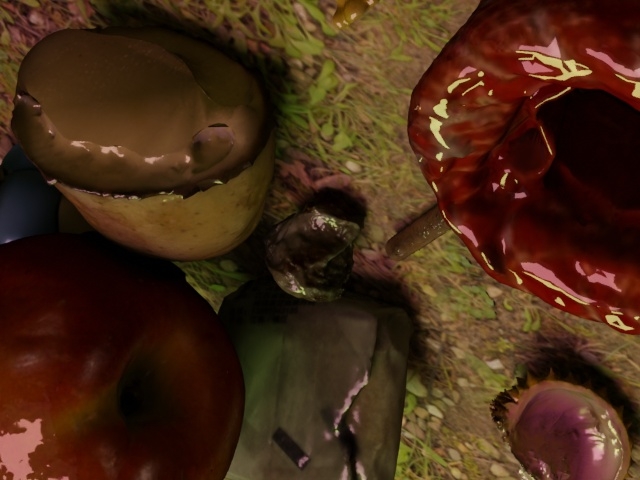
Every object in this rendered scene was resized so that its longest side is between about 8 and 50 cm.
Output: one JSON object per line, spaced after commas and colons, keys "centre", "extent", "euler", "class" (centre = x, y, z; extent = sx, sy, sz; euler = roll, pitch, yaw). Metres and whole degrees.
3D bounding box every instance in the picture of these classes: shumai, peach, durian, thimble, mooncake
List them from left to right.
{"centre": [-0.256, 0.148, 1.853], "extent": [0.335, 0.310, 0.406], "euler": [12, -173, -30], "class": "peach"}
{"centre": [-0.015, 0.168, 1.967], "extent": [0.254, 0.136, 0.250], "euler": [15, 104, 29], "class": "mooncake"}
{"centre": [0.001, 0.000, 1.838], "extent": [0.099, 0.124, 0.087], "euler": [19, 129, -20], "class": "shumai"}
{"centre": [0.252, 0.220, 1.847], "extent": [0.182, 0.132, 0.165], "euler": [42, 138, -1], "class": "durian"}
{"centre": [0.260, -0.100, 1.372], "extent": [0.350, 0.230, 0.350], "euler": [22, 142, 19], "class": "thimble"}

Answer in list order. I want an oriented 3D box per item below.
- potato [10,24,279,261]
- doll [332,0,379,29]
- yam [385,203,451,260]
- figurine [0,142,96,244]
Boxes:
{"centre": [-0.166, -0.084, 1.793], "extent": [0.285, 0.242, 0.242], "euler": [9, 139, 14], "class": "potato"}
{"centre": [-0.044, -0.355, 1.437], "extent": [0.199, 0.145, 0.363], "euler": [-34, 100, 23], "class": "doll"}
{"centre": [0.112, -0.014, 1.777], "extent": [0.032, 0.032, 0.145], "euler": [42, 146, -8], "class": "yam"}
{"centre": [-0.314, 0.002, 2.050], "extent": [0.262, 0.154, 0.180], "euler": [29, 114, 9], "class": "figurine"}
